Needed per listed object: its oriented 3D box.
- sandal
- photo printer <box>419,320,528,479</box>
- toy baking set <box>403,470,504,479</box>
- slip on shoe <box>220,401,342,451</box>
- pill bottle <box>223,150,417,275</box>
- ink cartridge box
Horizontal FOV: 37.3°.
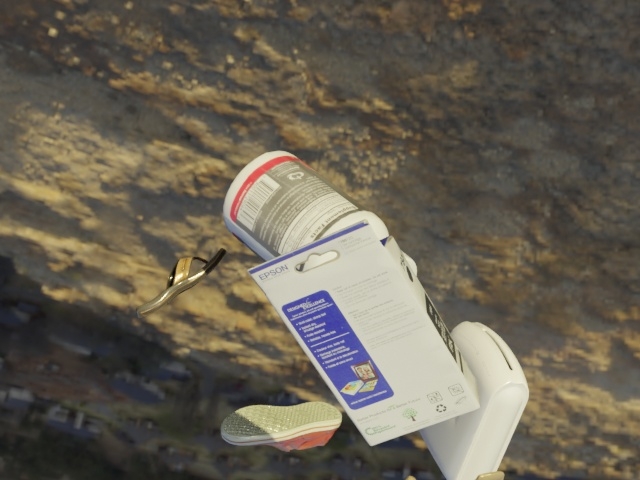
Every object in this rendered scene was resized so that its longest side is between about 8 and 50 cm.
[{"bbox_3d":[-0.275,0.072,1.846,0.060,0.219,0.090,56,162,-2],"label":"sandal"},{"bbox_3d":[0.327,0.346,2.042,0.107,0.256,0.307,8,115,-21],"label":"photo printer"},{"bbox_3d":[0.169,0.433,1.521,0.196,0.030,0.256,18,122,-30],"label":"toy baking set"},{"bbox_3d":[-0.091,0.446,2.204,0.331,0.101,0.123,3,-156,-43],"label":"slip on shoe"},{"bbox_3d":[0.000,0.000,1.551,0.318,0.176,0.176,39,170,33],"label":"pill bottle"},{"bbox_3d":[0.061,0.110,1.186,0.165,0.065,0.333,-22,122,17],"label":"ink cartridge box"}]
